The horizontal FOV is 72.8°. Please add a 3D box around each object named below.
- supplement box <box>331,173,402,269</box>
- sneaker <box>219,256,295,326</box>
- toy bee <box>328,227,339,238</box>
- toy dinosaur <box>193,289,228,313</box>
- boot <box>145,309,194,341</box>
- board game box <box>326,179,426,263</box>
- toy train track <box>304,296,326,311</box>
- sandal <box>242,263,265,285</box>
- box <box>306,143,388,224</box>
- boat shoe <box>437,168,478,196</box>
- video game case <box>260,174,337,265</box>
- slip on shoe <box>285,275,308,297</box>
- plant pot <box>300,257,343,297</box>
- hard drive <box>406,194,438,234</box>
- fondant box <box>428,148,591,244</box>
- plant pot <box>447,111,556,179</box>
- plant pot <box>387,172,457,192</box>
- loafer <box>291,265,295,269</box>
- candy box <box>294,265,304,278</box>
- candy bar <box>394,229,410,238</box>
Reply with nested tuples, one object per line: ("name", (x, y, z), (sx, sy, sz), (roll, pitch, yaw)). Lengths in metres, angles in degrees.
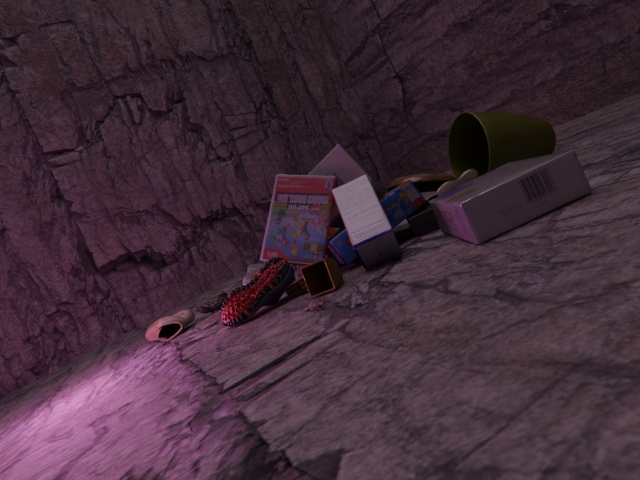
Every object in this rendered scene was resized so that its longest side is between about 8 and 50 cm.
("supplement box", (0.121, -0.053, 1.167), (0.114, 0.220, 0.111), (-25, -39, 7))
("sneaker", (-0.174, 0.173, 1.282), (0.262, 0.104, 0.125), (-39, -35, -3))
("toy bee", (0.000, 0.000, 1.785), (0.162, 0.195, 0.298), (-50, 8, 18))
("toy dinosaur", (-0.426, 0.257, 1.858), (0.268, 0.064, 0.118), (-26, 10, -36))
("boot", (-0.609, 0.350, 1.689), (0.213, 0.077, 0.165), (-25, 7, 3))
("board game box", (0.154, -0.049, 1.409), (0.302, 0.086, 0.308), (-38, 2, -8))
("toy train track", (-0.010, 0.149, 0.970), (0.048, 0.014, 0.083), (-38, 4, -35))
("sandal", (-0.264, 0.168, 1.828), (0.102, 0.076, 0.265), (-5, 16, -2))
("box", (0.083, -0.173, 1.521), (0.215, 0.168, 0.345), (-43, -12, 12))
("boat shoe", (0.398, -0.157, 1.264), (0.133, 0.049, 0.042), (-33, -23, -5))
("video game case", (-0.066, -0.066, 1.336), (0.204, 0.285, 0.025), (5, -14, 19))
("slip on shoe", (-0.042, 0.123, 1.241), (0.135, 0.051, 0.041), (-32, 4, 35))
("plant pot", (0.014, 0.091, 1.122), (0.081, 0.081, 0.083), (-24, -7, 31))
("hard drive", (0.389, -0.107, 1.389), (0.237, 0.064, 0.339), (-25, 3, 10))
("fondant box", (0.401, -0.098, 0.992), (0.238, 0.096, 0.330), (-26, 3, 5))
("plant pot", (0.643, -0.326, 1.511), (0.293, 0.275, 0.275), (-11, 2, -10))
("plant pot", (0.340, -0.192, 1.449), (0.236, 0.032, 0.236), (-3, -3, 0))
("loafer", (-0.065, 0.082, 1.873), (0.148, 0.050, 0.056), (-26, 4, -3))
("candy box", (-0.065, 0.034, 1.447), (0.070, 0.196, 0.165), (-24, 3, 2))
("candy bar", (0.246, -0.015, 1.427), (0.040, 0.018, 0.161), (-27, 4, -16))
